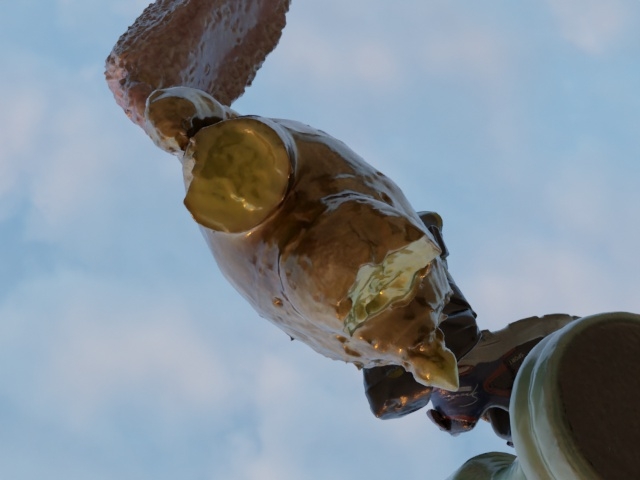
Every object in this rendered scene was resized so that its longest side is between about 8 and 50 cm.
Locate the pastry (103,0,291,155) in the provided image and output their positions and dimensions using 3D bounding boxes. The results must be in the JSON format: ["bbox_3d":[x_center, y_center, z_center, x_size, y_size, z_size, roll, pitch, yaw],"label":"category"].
[{"bbox_3d":[-0.108,-0.170,0.856,0.103,0.112,0.265,53,-137,-32],"label":"pastry"}]

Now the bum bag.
[{"bbox_3d":[0.070,0.045,0.820,0.106,0.060,0.232,-26,-142,13],"label":"bum bag"}]

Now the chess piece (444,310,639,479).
[{"bbox_3d":[0.200,0.208,0.830,0.194,0.299,0.194,11,-126,-16],"label":"chess piece"}]

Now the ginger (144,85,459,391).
[{"bbox_3d":[0.000,0.000,0.522,0.102,0.157,0.216,-44,-111,-7],"label":"ginger"}]

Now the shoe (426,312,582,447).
[{"bbox_3d":[0.208,0.153,1.044,0.227,0.099,0.125,-11,-109,-18],"label":"shoe"}]
